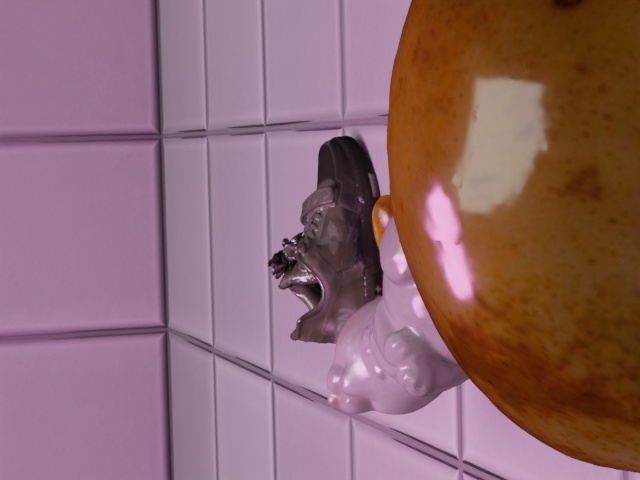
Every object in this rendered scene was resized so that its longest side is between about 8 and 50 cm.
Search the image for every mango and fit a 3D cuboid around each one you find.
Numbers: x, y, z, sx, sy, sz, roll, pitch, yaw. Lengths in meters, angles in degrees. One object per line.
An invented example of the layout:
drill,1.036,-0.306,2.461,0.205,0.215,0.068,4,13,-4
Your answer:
mango,0.086,-0.014,1.998,0.060,0.046,0.089,-130,37,-62

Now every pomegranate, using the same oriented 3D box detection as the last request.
pomegranate,0.233,-0.053,1.012,0.416,0.417,0.416,178,90,-73

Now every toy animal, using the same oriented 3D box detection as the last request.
toy animal,0.127,0.053,1.622,0.258,0.194,0.357,-60,5,-28

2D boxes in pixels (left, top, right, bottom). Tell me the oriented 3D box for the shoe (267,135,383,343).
shoe,-0.001,0.001,2.112,0.109,0.149,0.293,123,140,-64
